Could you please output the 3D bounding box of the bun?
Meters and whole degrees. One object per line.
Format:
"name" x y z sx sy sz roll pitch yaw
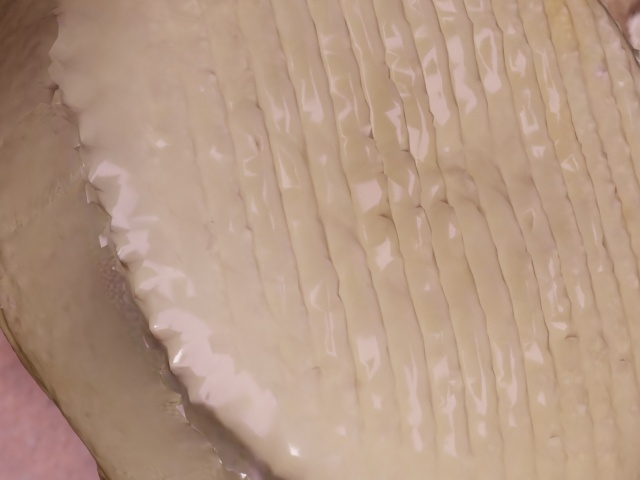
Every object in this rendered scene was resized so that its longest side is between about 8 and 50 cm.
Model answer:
"bun" 0.000 0.000 0.625 0.287 0.146 0.287 16 65 -36
